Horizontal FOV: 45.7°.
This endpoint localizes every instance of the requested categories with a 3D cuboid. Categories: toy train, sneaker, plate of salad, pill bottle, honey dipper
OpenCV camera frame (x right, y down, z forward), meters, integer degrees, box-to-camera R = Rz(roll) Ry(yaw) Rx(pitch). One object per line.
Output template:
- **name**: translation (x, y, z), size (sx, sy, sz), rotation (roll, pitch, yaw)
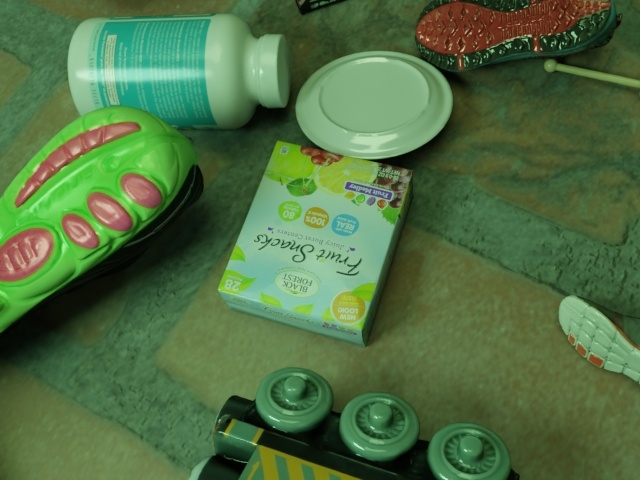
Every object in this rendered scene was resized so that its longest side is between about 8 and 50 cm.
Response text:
- **toy train**: translation (0.035, 0.244, 0.702), size (0.333, 0.142, 0.190), rotation (15, 39, 15)
- **sneaker**: translation (0.329, 0.107, 0.809), size (0.158, 0.061, 0.065), rotation (38, 48, 22)
- **sneaker**: translation (-0.337, 0.021, 0.884), size (0.482, 0.202, 0.185), rotation (-24, 80, 14)
- **plate of salad**: translation (0.068, -0.171, 0.972), size (0.199, 0.048, 0.200), rotation (-4, 53, 5)
- **sneaker**: translation (0.249, -0.261, 0.975), size (0.261, 0.125, 0.104), rotation (7, 94, 35)
- **pill bottle**: translation (-0.175, -0.216, 0.981), size (0.264, 0.146, 0.146), rotation (1, 64, 10)
- **honey dipper**: translation (0.363, -0.207, 0.962), size (0.160, 0.030, 0.030), rotation (19, 68, 18)

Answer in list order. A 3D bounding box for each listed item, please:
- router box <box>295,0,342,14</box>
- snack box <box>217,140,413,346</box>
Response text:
- **router box**: translation (-0.004, -0.394, 1.103), size (0.092, 0.038, 0.122), rotation (-18, 63, -1)
- **snack box**: translation (0.000, 0.000, 0.892), size (0.174, 0.070, 0.207), rotation (13, 69, 14)
